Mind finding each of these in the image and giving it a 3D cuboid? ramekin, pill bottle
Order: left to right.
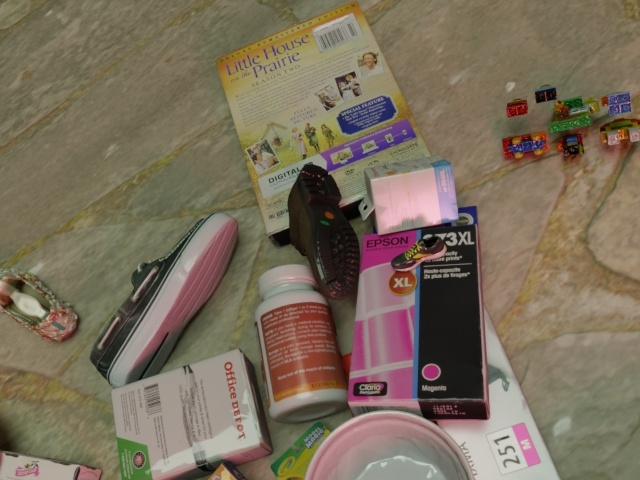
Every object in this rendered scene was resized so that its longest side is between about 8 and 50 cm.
[{"bbox_3d":[-0.033,0.151,0.946,0.121,0.121,0.216,-16,62,6],"label":"pill bottle"},{"bbox_3d":[0.087,0.325,0.772,0.207,0.109,0.207,-7,52,9],"label":"ramekin"}]

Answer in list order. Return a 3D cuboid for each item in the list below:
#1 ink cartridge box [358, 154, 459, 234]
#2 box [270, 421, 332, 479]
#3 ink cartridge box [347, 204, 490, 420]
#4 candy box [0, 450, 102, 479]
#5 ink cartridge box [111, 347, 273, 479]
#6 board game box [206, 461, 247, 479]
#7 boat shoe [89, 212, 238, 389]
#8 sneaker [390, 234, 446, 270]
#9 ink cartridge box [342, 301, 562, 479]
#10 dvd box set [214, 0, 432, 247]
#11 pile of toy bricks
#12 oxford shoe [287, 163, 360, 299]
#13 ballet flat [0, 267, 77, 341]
[{"bbox_3d":[0.129,-0.071,0.981,0.143,0.092,0.090,-10,107,0],"label":"ink cartridge box"},{"bbox_3d":[0.018,0.349,0.876,0.105,0.043,0.179,-41,58,-7],"label":"box"},{"bbox_3d":[0.145,0.078,0.915,0.175,0.069,0.371,-6,47,17],"label":"ink cartridge box"},{"bbox_3d":[-0.441,0.427,0.946,0.164,0.070,0.196,4,67,16],"label":"candy box"},{"bbox_3d":[-0.189,0.270,0.943,0.208,0.087,0.153,-18,62,2],"label":"ink cartridge box"},{"bbox_3d":[-0.097,0.440,0.828,0.243,0.042,0.165,41,83,17],"label":"board game box"},{"bbox_3d":[-0.264,0.083,1.036,0.119,0.121,0.335,28,77,20],"label":"boat shoe"},{"bbox_3d":[0.138,0.015,0.903,0.083,0.035,0.031,-24,46,-1],"label":"sneaker"},{"bbox_3d":[0.164,0.243,0.889,0.238,0.060,0.275,-19,62,3],"label":"ink cartridge box"},{"bbox_3d":[-0.003,-0.224,1.152,0.307,0.062,0.421,-22,62,3],"label":"dvd box set"},{"bbox_3d":[0.404,-0.205,1.030,0.212,0.118,0.105,-7,24,22],"label":"pile of toy bricks"},{"bbox_3d":[0.000,0.000,0.976,0.082,0.096,0.227,9,51,-30],"label":"oxford shoe"},{"bbox_3d":[-0.531,0.099,1.122,0.240,0.077,0.091,21,72,23],"label":"ballet flat"}]
